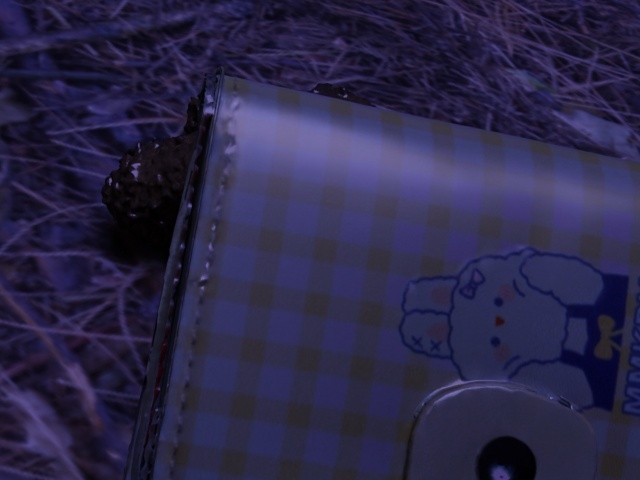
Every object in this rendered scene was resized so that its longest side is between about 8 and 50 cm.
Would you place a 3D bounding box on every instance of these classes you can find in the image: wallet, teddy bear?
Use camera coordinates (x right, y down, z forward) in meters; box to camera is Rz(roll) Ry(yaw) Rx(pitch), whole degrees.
[{"bbox_3d":[0.079,0.054,0.694,0.309,0.077,0.223,12,79,-8],"label":"wallet"},{"bbox_3d":[0.002,-0.016,0.800,0.251,0.129,0.182,33,45,21],"label":"teddy bear"}]
